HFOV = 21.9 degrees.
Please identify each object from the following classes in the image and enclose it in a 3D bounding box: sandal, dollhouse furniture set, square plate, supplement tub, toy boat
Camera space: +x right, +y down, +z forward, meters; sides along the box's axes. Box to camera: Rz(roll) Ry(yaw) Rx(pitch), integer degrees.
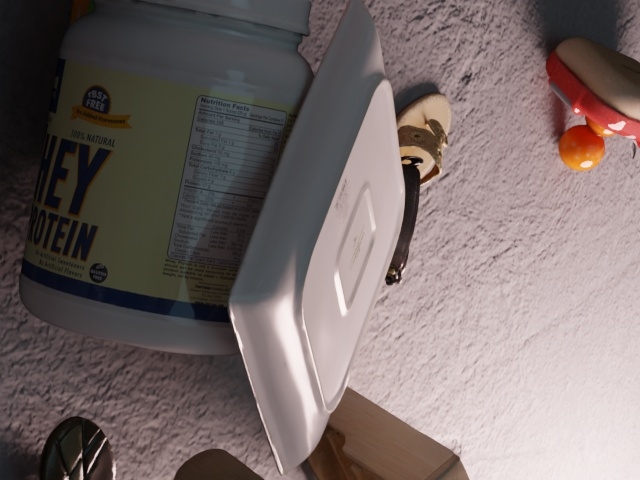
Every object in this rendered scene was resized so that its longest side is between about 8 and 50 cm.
[{"bbox_3d":[0.101,-0.081,1.894,0.240,0.079,0.088,-41,126,-30],"label":"sandal"},{"bbox_3d":[-0.244,0.261,1.663,0.090,0.060,0.219,-47,144,-29],"label":"sandal"},{"bbox_3d":[-0.049,0.354,1.772,0.394,0.256,0.362,-37,124,-19],"label":"dollhouse furniture set"},{"bbox_3d":[0.013,0.006,1.557,0.344,0.049,0.347,79,28,-57],"label":"square plate"},{"bbox_3d":[-0.134,-0.076,1.506,0.235,0.235,0.325,6,97,-45],"label":"supplement tub"},{"bbox_3d":[0.363,-0.154,2.115,0.231,0.151,0.151,14,121,-45],"label":"toy boat"}]

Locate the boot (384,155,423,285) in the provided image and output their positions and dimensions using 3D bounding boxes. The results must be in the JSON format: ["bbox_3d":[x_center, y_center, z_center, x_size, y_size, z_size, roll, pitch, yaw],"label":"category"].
[{"bbox_3d":[0.000,0.000,1.774,0.229,0.091,0.263,24,81,-31],"label":"boot"}]

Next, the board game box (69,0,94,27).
[{"bbox_3d":[-0.193,-0.167,1.615,0.124,0.039,0.259,4,95,-45],"label":"board game box"}]
